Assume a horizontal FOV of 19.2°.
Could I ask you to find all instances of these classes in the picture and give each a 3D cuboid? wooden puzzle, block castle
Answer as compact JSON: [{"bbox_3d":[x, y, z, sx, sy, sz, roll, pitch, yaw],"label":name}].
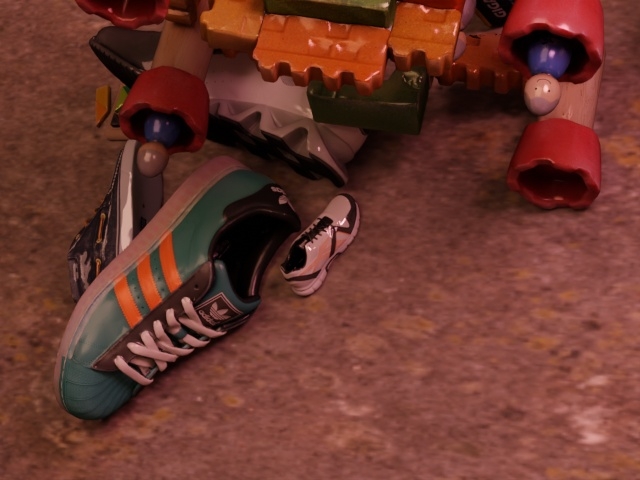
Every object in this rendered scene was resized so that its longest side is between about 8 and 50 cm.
[{"bbox_3d":[-0.198,-0.142,2.032,0.116,0.014,0.079,-6,64,27],"label":"wooden puzzle"},{"bbox_3d":[0.029,-0.168,1.664,0.453,0.303,0.213,9,63,11],"label":"block castle"}]

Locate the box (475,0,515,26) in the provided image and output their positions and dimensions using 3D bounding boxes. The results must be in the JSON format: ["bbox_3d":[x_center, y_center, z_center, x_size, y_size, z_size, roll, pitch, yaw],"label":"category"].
[{"bbox_3d":[0.124,-0.387,1.772,0.079,0.322,0.257,-13,62,26],"label":"box"}]

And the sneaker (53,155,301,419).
[{"bbox_3d":[-0.138,0.059,1.839,0.121,0.108,0.302,32,84,41],"label":"sneaker"}]

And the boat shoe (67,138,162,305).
[{"bbox_3d":[-0.215,-0.019,1.949,0.083,0.065,0.183,-10,63,24],"label":"boat shoe"}]

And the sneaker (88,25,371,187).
[{"bbox_3d":[-0.079,-0.174,1.919,0.330,0.122,0.146,23,78,25],"label":"sneaker"}]

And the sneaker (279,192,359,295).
[{"bbox_3d":[0.000,0.000,1.829,0.040,0.044,0.109,22,77,38],"label":"sneaker"}]
